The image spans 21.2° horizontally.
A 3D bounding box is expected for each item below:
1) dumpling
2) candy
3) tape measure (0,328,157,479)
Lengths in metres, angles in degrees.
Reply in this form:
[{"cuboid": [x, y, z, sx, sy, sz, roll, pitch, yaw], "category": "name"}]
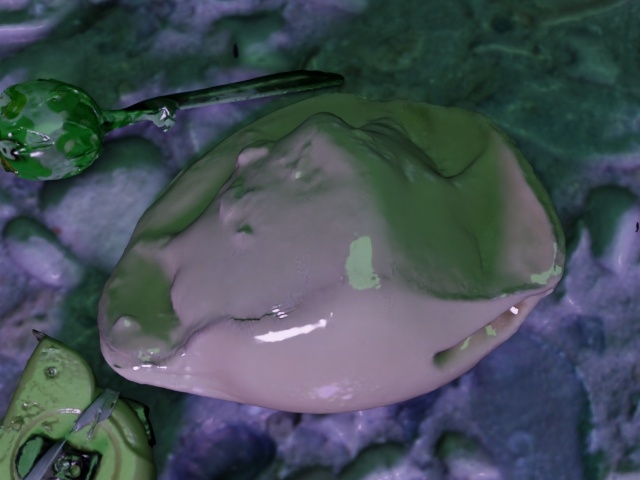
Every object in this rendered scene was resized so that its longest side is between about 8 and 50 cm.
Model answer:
[{"cuboid": [0.000, 0.000, 1.460, 0.395, 0.233, 0.315, -18, 45, 7], "category": "dumpling"}, {"cuboid": [-0.132, -0.119, 1.526, 0.323, 0.097, 0.097, -12, 77, -13], "category": "candy"}, {"cuboid": [-0.213, 0.187, 1.431, 0.154, 0.087, 0.177, 25, 78, 3], "category": "tape measure"}]
